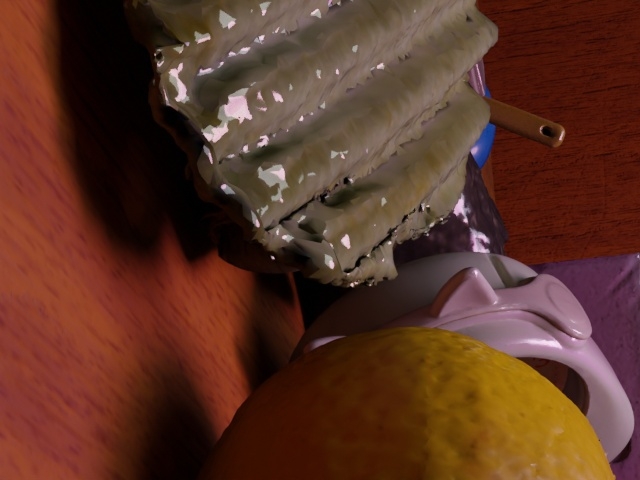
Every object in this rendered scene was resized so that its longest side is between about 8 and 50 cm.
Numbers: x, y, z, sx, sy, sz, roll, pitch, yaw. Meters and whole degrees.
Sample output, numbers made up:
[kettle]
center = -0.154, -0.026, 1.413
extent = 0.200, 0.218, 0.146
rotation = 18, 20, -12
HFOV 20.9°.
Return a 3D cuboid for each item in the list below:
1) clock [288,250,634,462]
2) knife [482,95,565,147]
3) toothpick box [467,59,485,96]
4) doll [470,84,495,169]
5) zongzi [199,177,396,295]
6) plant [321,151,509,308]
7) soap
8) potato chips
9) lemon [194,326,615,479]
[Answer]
[clock]
center = 0.094, 0.119, 1.352
extent = 0.324, 0.265, 0.108
rotation = 61, 5, -53
[knife]
center = 0.093, -0.129, 1.539
extent = 0.022, 0.256, 0.046
rotation = 79, 33, -82
[toothpick box]
center = 0.038, -0.158, 1.411
extent = 0.111, 0.180, 0.111
rotation = -7, 90, -80
[doll]
center = 0.088, -0.092, 1.792
extent = 0.257, 0.161, 0.215
rotation = 96, -17, -52
[zongzi]
center = 0.000, 0.000, 1.265
extent = 0.274, 0.145, 0.300
rotation = -67, 158, -53
[plant]
center = 0.078, 0.034, 1.537
extent = 0.181, 0.194, 0.321
rotation = -79, 152, -57
[soap]
center = 0.206, 0.167, 1.804
extent = 0.107, 0.296, 0.285
rotation = 41, 41, -75
[potato chips]
center = -0.001, -0.156, 1.085
extent = 0.429, 0.070, 0.358
rotation = -37, 108, -55
[lemon]
center = 0.051, 0.186, 1.033
extent = 0.293, 0.293, 0.293
rotation = -7, 90, -79
